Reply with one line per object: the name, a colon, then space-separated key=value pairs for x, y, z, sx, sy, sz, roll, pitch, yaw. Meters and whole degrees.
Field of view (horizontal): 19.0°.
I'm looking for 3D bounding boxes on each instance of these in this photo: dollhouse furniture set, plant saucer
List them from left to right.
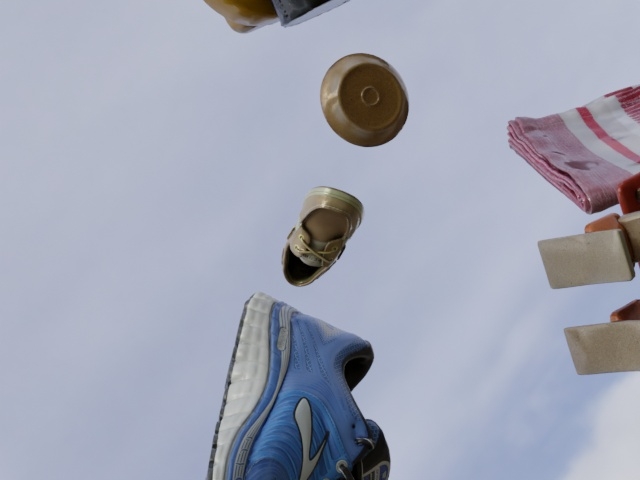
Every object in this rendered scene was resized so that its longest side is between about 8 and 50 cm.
plant saucer: x=0.041 y=-0.122 z=1.641 sx=0.083 sy=0.083 sz=0.015 roll=-40 pitch=6 yaw=-22
dollhouse furniture set: x=0.310 y=0.062 z=1.594 sx=0.262 sy=0.135 sz=0.259 roll=-23 pitch=-82 yaw=-38

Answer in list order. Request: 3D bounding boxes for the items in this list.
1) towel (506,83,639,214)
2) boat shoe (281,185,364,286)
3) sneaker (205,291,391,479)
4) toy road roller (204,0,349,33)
towel: x=0.387 y=-0.126 z=2.044 sx=0.329 sy=0.237 sz=0.037 roll=-18 pitch=-65 yaw=-10
boat shoe: x=0.000 y=0.000 z=1.469 sx=0.135 sy=0.050 sz=0.045 roll=114 pitch=176 yaw=-67
sneaker: x=-0.018 y=0.187 z=1.515 sx=0.129 sy=0.147 sz=0.330 roll=104 pitch=178 yaw=-52
toy road roller: x=0.003 y=-0.330 z=1.903 sx=0.330 sy=0.202 sz=0.240 roll=-27 pitch=2 yaw=-28
